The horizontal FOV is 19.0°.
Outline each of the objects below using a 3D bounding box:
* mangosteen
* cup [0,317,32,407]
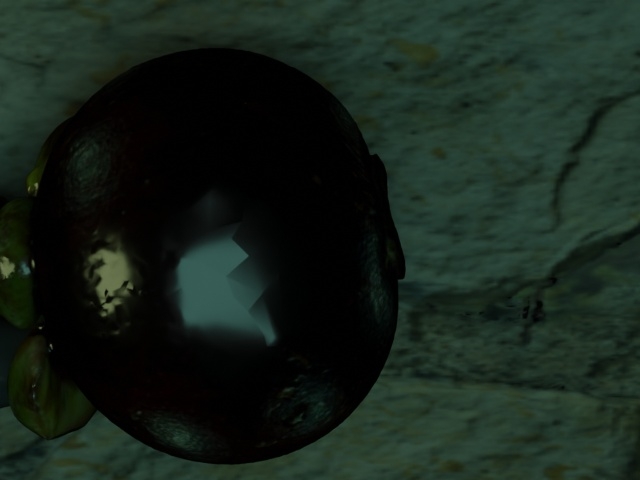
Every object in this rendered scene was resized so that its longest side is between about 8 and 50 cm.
[{"bbox_3d":[-0.092,0.018,1.425,0.330,0.330,0.330,-3,108,-10],"label":"mangosteen"},{"bbox_3d":[-0.265,0.106,1.543,0.077,0.078,0.100,-6,143,-14],"label":"cup"}]
